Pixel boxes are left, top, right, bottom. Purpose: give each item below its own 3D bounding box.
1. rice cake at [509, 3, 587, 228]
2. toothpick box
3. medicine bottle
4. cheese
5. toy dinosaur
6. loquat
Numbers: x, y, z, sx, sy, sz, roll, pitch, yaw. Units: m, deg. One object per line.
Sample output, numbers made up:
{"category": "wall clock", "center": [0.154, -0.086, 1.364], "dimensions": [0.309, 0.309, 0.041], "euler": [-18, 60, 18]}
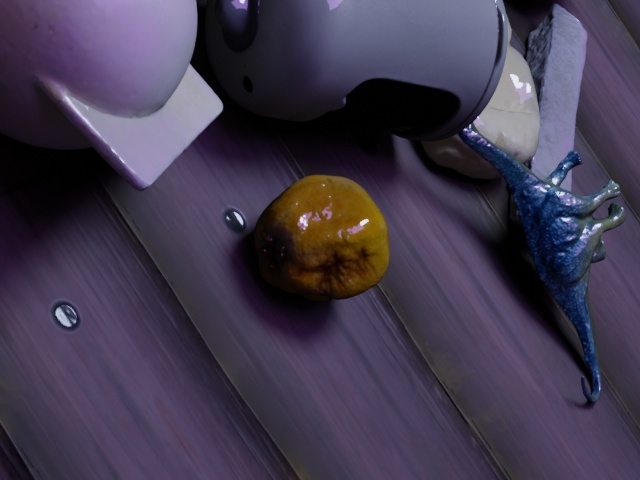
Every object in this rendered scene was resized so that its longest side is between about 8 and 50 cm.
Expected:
{"category": "rice cake", "center": [0.276, -0.145, 2.063], "dimensions": [0.072, 0.056, 0.365], "euler": [29, 47, -20]}
{"category": "toothpick box", "center": [0.020, -0.231, 1.757], "dimensions": [0.316, 0.229, 0.229], "euler": [5, 61, -40]}
{"category": "medicine bottle", "center": [-0.255, -0.229, 1.479], "dimensions": [0.406, 0.236, 0.236], "euler": [47, 41, -7]}
{"category": "cheese", "center": [0.162, -0.196, 1.965], "dimensions": [0.159, 0.093, 0.263], "euler": [-3, 67, -40]}
{"category": "toy dinosaur", "center": [0.273, -0.003, 1.905], "dimensions": [0.147, 0.076, 0.363], "euler": [-30, 103, -26]}
{"category": "loquat", "center": [0.000, 0.000, 1.666], "dimensions": [0.137, 0.113, 0.137], "euler": [6, 76, -24]}
